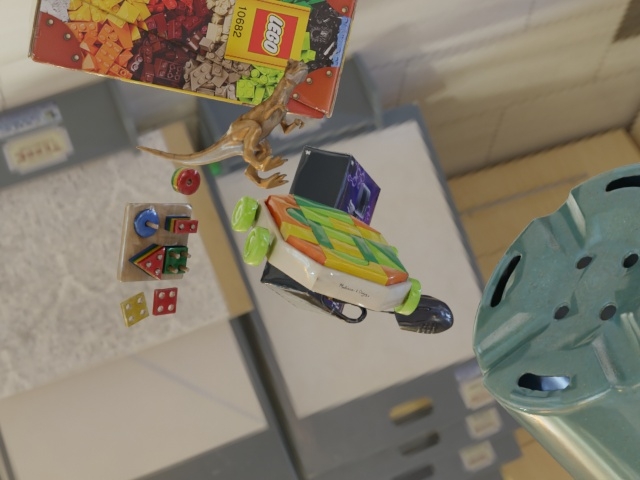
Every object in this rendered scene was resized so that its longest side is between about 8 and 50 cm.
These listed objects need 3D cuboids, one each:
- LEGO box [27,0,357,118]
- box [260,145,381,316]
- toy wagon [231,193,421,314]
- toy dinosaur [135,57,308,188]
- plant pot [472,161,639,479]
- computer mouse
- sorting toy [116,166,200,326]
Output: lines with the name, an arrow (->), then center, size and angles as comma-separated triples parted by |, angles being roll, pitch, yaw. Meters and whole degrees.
LEGO box -> -0.197, -0.329, 1.592 | 0.373, 0.500, 0.193 | 9, 103, -17
box -> 0.004, -0.013, 2.102 | 0.103, 0.261, 0.184 | 12, 167, 26
toy wagon -> 0.000, 0.000, 1.762 | 0.267, 0.344, 0.068 | 19, 109, -21
toy dinosaur -> -0.081, -0.107, 1.237 | 0.211, 0.112, 0.064 | -34, 155, 17
plant pot -> 0.333, 0.126, 1.035 | 0.341, 0.341, 0.334 | -39, 118, 24
computer mouse -> 0.116, 0.113, 1.965 | 0.242, 0.071, 0.041 | 8, 151, -17
sorting toy -> -0.266, 0.014, 1.936 | 0.132, 0.046, 0.274 | -1, 104, -46
